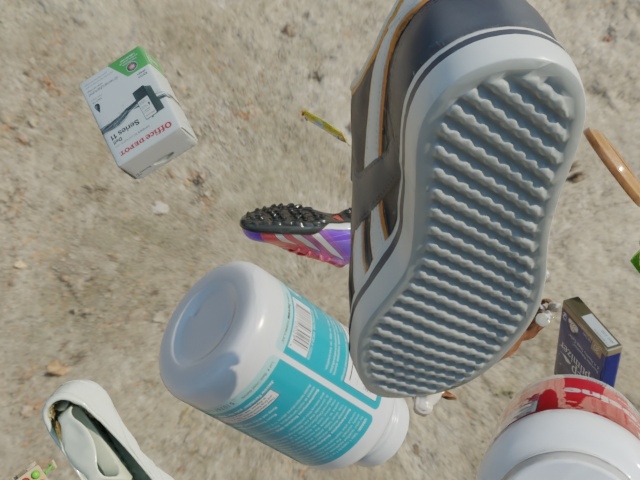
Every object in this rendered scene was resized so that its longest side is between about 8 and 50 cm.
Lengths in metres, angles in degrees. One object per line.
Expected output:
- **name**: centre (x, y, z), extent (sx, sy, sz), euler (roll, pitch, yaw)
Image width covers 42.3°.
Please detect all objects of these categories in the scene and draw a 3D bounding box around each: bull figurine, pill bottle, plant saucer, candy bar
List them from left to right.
- **pill bottle**: centre (-0.023, 0.142, 0.843), extent (0.264, 0.146, 0.146), euler (38, 86, -34)
- **candy bar**: centre (0.011, -0.260, 1.889), extent (0.018, 0.040, 0.161), euler (-51, 52, -4)
- **bull figurine**: centre (0.265, 0.164, 1.357), extent (0.310, 0.188, 0.101), euler (-35, 78, -17)
- **pill bottle**: centre (0.322, 0.315, 1.065), extent (0.229, 0.407, 0.229), euler (0, 91, 17)
- **plant saucer**: centre (0.261, -0.067, 0.728), extent (0.013, 0.083, 0.083), euler (-38, 87, 21)

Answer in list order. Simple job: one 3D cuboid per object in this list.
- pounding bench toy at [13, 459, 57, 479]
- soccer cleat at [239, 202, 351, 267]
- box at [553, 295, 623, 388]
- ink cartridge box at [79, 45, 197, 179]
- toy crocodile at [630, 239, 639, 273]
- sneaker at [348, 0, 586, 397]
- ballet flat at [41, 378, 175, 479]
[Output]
- **pounding bench toy**: centre (-0.578, 0.484, 1.699), extent (0.083, 0.065, 0.052), euler (-36, 99, -25)
- **soccer cleat**: centre (0.000, 0.000, 1.537), extent (0.318, 0.108, 0.116), euler (0, 115, -26)
- **box**: centre (0.469, 0.227, 1.465), extent (0.036, 0.136, 0.225), euler (-16, 128, -11)
- **ink cartridge box**: centre (-0.356, -0.248, 1.620), extent (0.153, 0.087, 0.208), euler (-32, 72, 6)
- **toy crocodile**: centre (0.648, 0.067, 1.533), extent (0.105, 0.340, 0.115), euler (-38, 101, 21)
- **sneaker**: centre (0.080, -0.024, 0.532), extent (0.126, 0.321, 0.127), euler (-3, 49, -10)
- **ballet flat**: centre (-0.310, 0.391, 1.293), extent (0.139, 0.139, 0.400), euler (-39, 79, -3)
